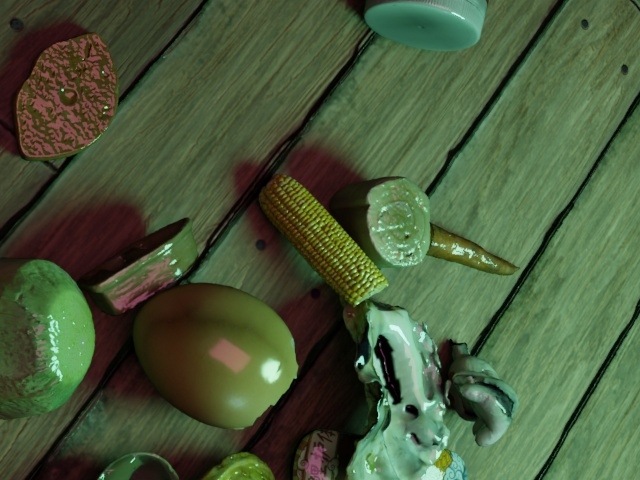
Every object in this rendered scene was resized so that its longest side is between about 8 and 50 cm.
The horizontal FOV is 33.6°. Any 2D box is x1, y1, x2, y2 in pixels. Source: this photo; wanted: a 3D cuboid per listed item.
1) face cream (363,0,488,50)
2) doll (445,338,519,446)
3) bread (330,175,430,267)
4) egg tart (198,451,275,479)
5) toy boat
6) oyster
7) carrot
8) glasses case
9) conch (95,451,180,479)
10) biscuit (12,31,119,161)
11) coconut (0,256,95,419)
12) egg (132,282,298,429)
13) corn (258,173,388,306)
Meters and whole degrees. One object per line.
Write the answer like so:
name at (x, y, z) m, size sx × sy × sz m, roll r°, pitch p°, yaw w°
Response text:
face cream at (0.185, -0.438, 1.758) m, size 0.201 × 0.201 × 0.187 m, roll 17°, pitch 80°, yaw -25°
doll at (0.266, 0.256, 1.778) m, size 0.095 × 0.192 × 0.149 m, roll -23°, pitch 104°, yaw -5°
bread at (0.100, -0.028, 1.723) m, size 0.134 × 0.141 × 0.148 m, roll -18°, pitch 96°, yaw -25°
egg tart at (-0.122, 0.436, 1.569) m, size 0.241 × 0.106 × 0.241 m, roll -21°, pitch 116°, yaw -51°
toy boat at (-0.256, 0.038, 1.558) m, size 0.188 × 0.116 × 0.061 m, roll -35°, pitch 107°, yaw -21°
oyster at (0.101, 0.231, 1.686) m, size 0.238 × 0.115 × 0.351 m, roll 10°, pitch 59°, yaw -53°
carrot at (0.264, 0.028, 1.859) m, size 0.224 × 0.057 × 0.057 m, roll 21°, pitch 78°, yaw -29°
glasses case at (0.099, 0.385, 1.731) m, size 0.321 × 0.082 × 0.122 m, roll 14°, pitch 81°, yaw -25°
conch at (-0.288, 0.412, 1.509) m, size 0.181 × 0.124 × 0.187 m, roll -10°, pitch 72°, yaw -40°
biscuit at (-0.371, -0.208, 1.561) m, size 0.142 × 0.029 × 0.220 m, roll 28°, pitch 74°, yaw -21°
coconut at (-0.424, 0.125, 1.420) m, size 0.236 × 0.236 × 0.204 m, roll 32°, pitch 50°, yaw -21°
egg at (-0.159, 0.161, 1.549) m, size 0.244 × 0.201 × 0.201 m, roll 31°, pitch 74°, yaw -20°
corn at (0.000, 0.000, 1.667) m, size 0.081 × 0.081 × 0.248 m, roll -38°, pitch 79°, yaw -23°
